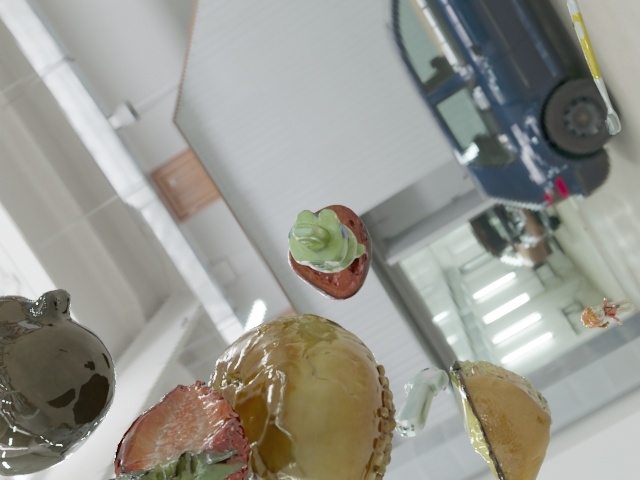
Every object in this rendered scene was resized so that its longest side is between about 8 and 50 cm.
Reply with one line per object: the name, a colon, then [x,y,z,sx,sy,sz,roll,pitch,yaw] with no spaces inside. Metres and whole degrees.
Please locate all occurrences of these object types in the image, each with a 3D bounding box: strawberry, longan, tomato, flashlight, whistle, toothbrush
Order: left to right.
longan: [-0.455,0.215,1.465,0.300,0.300,0.243,60,-166,10]
strawberry: [-0.176,0.265,1.182,0.228,0.174,0.098,-139,32,-66]
whistle: [0.000,0.000,1.477,0.227,0.105,0.085,35,-125,-73]
tomato: [0.024,0.025,1.891,0.166,0.174,0.082,36,162,-2]
flashlight: [0.194,0.315,1.864,0.048,0.093,0.200,60,-151,-13]
toothbrush: [0.523,-0.331,1.839,0.024,0.021,0.288,-44,-63,-38]

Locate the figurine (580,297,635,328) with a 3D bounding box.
figurine: [0.542,0.137,1.808,0.047,0.109,0.064,95,153,-48]

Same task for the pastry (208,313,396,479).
pastry: [-0.048,0.309,1.439,0.245,0.410,0.410,25,-156,-24]

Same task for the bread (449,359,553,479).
bread: [0.347,0.338,1.778,0.262,0.162,0.204,63,-169,-4]
